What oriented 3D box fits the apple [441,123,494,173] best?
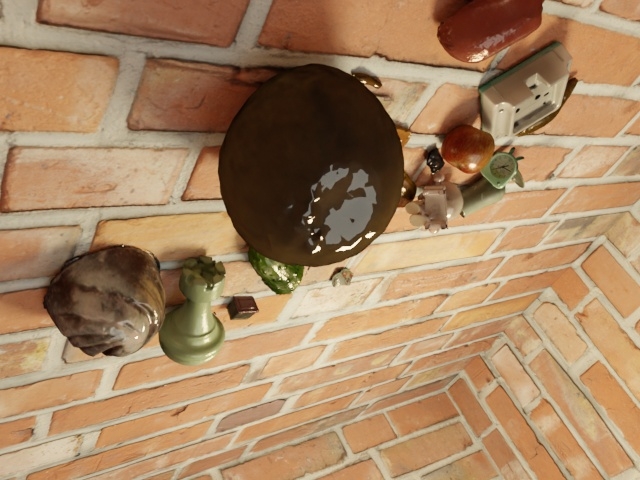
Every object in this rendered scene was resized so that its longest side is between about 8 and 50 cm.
[{"bbox_3d":[0.427,-0.267,1.880,0.131,0.146,0.146,-56,147,8],"label":"apple"}]

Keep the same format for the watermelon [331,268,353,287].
[{"bbox_3d":[0.078,0.141,2.262,0.085,0.061,0.085,-28,145,-21],"label":"watermelon"}]

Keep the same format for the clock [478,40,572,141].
[{"bbox_3d":[0.589,-0.402,1.853,0.262,0.116,0.231,-30,152,0],"label":"clock"}]

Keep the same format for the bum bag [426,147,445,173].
[{"bbox_3d":[0.346,-0.236,1.959,0.058,0.034,0.124,-49,150,3],"label":"bum bag"}]

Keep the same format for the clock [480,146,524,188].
[{"bbox_3d":[0.600,-0.242,2.131,0.135,0.101,0.041,-44,164,15],"label":"clock"}]

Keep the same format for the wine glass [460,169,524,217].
[{"bbox_3d":[0.565,-0.168,2.211,0.231,0.103,0.103,-28,152,2],"label":"wine glass"}]

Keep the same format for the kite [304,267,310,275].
[{"bbox_3d":[0.000,0.000,1.928,0.244,0.006,0.198,-66,167,15],"label":"kite"}]

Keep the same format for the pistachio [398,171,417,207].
[{"bbox_3d":[0.259,-0.148,1.998,0.089,0.049,0.173,-29,152,-8],"label":"pistachio"}]

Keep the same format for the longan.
[{"bbox_3d":[-0.020,-0.139,1.400,0.403,0.404,0.436,-28,155,-7],"label":"longan"}]

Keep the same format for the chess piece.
[{"bbox_3d":[-0.346,0.189,1.826,0.194,0.195,0.299,-11,136,-33],"label":"chess piece"}]

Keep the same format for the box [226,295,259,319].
[{"bbox_3d":[-0.252,0.218,2.074,0.084,0.060,0.063,4,144,-48],"label":"box"}]

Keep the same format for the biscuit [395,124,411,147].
[{"bbox_3d":[0.177,-0.265,1.762,0.140,0.023,0.118,4,136,-48],"label":"biscuit"}]

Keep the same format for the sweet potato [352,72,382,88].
[{"bbox_3d":[0.115,-0.374,1.530,0.115,0.026,0.026,8,133,-48],"label":"sweet potato"}]

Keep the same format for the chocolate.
[{"bbox_3d":[-0.507,0.183,1.612,0.303,0.213,0.303,-24,149,-15],"label":"chocolate"}]

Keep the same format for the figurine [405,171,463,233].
[{"bbox_3d":[0.377,-0.122,2.044,0.144,0.182,0.256,-21,-174,31],"label":"figurine"}]

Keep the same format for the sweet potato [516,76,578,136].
[{"bbox_3d":[0.697,-0.402,1.998,0.243,0.077,0.077,-38,151,13],"label":"sweet potato"}]

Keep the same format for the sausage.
[{"bbox_3d":[0.396,-0.498,1.491,0.254,0.148,0.148,-33,152,6],"label":"sausage"}]

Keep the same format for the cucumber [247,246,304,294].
[{"bbox_3d":[-0.142,0.056,1.862,0.134,0.134,0.244,-32,148,1],"label":"cucumber"}]
